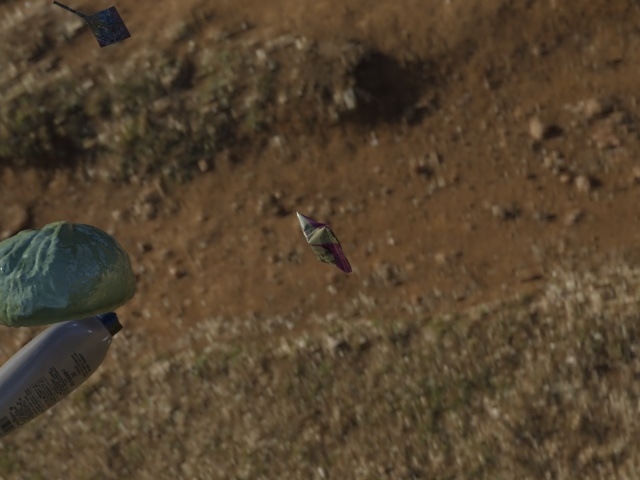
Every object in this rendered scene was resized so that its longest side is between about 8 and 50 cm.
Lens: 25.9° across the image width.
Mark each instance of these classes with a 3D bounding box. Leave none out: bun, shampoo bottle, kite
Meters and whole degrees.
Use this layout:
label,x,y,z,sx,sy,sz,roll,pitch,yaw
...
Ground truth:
label,x,y,z,sx,sy,sz,roll,pitch,yaw
bun,-0.319,0.036,1.694,0.195,0.195,0.118,-9,92,13
shampoo bottle,-0.400,0.190,2.051,0.257,0.127,0.078,-37,49,-17
kite,-0.222,-0.221,1.370,0.044,0.078,0.002,-38,19,26

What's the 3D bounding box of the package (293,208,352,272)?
label,x,y,z,sx,sy,sz,roll,pitch,yaw
package,0.000,0.000,1.456,0.029,0.059,0.083,-34,29,-15
